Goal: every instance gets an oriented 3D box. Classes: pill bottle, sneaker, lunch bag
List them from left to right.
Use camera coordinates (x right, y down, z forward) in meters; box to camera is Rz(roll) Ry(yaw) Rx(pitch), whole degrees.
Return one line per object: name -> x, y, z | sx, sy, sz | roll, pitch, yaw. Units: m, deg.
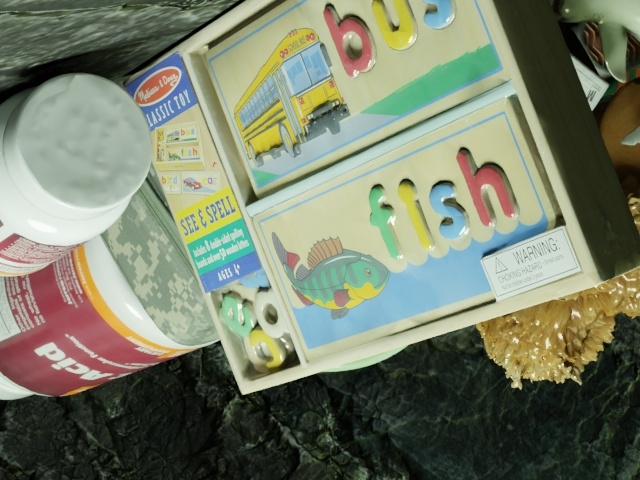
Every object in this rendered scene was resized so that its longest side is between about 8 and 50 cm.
pill bottle -> -0.210, -0.049, 1.223 | 0.121, 0.121, 0.221 | -18, 178, -29
pill bottle -> -0.270, 0.054, 1.855 | 0.224, 0.224, 0.392 | -17, 177, -44
lunch bag -> -0.034, -0.062, 1.537 | 0.305, 0.212, 0.256 | -18, 161, -47
sneaker -> 0.377, -0.238, 2.034 | 0.302, 0.108, 0.121 | -7, 171, -42

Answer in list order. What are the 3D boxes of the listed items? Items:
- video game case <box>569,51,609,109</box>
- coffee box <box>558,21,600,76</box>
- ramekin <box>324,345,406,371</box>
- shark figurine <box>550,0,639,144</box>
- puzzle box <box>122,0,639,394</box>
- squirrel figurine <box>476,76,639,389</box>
video game case -> 0.138, -0.103, 1.455 | 0.232, 0.042, 0.210 | 24, 104, -51
coffee box -> 0.167, -0.148, 1.803 | 0.246, 0.098, 0.141 | -36, 170, 38
ramekin -> 0.000, 0.000, 1.978 | 0.303, 0.303, 0.148 | -20, -148, 22
shark figurine -> 0.301, -0.212, 1.604 | 0.166, 0.278, 0.116 | -47, -141, 0
puzzle box -> 0.022, -0.057, 1.134 | 0.052, 0.272, 0.409 | -19, 177, -38
squirrel figurine -> 0.291, -0.024, 1.868 | 0.370, 0.281, 0.397 | -9, -152, 39
